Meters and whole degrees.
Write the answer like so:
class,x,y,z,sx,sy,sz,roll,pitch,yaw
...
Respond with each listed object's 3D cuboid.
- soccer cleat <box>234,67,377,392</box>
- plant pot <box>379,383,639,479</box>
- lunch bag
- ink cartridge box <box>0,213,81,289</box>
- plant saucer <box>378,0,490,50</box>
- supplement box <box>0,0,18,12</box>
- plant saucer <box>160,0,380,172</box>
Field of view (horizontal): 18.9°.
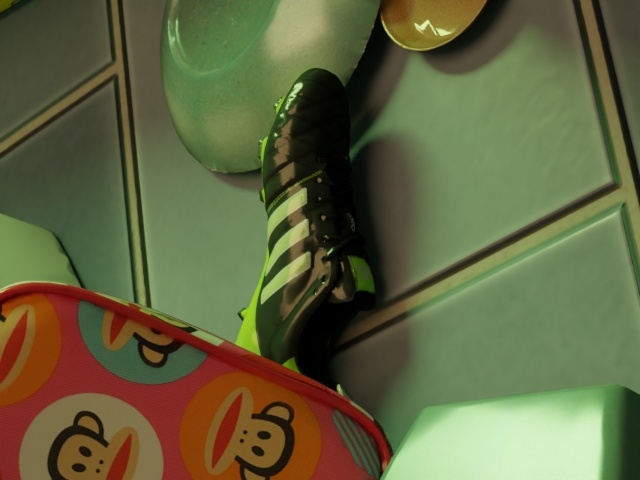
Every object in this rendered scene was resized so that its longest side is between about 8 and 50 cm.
class,x,y,z,sx,sy,sz,roll,pitch,yaw
soccer cleat,0.000,0.000,0.999,0.072,0.060,0.179,8,87,37
plant pot,0.095,0.186,0.759,0.165,0.166,0.234,-12,59,43
lunch bag,-0.088,0.183,0.897,0.120,0.258,0.293,152,140,-81
ink cartridge box,-0.317,0.066,1.107,0.226,0.306,0.131,-48,46,21
plant saucer,0.066,-0.137,1.008,0.083,0.015,0.083,-19,62,40
supplement box,-0.208,-0.293,1.214,0.356,0.195,0.194,-21,61,38
plant saucer,-0.041,-0.136,1.088,0.195,0.037,0.195,-23,59,43
